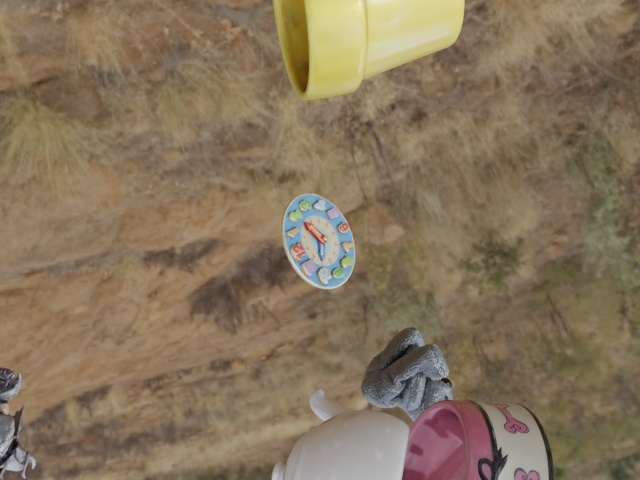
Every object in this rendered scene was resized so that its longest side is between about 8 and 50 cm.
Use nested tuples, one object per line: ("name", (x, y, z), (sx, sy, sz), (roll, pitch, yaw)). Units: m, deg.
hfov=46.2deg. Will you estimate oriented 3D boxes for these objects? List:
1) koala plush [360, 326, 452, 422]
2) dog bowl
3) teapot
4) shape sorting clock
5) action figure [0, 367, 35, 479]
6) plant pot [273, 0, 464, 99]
("koala plush", (0.227, 0.356, 1.748), (0.203, 0.221, 0.196), (-41, -162, -2))
("dog bowl", (0.254, 0.481, 1.402), (0.150, 0.408, 0.408), (20, 143, -12))
("teapot", (0.020, 0.359, 1.077), (0.187, 0.252, 0.256), (9, 175, 8))
("shape sorting clock", (0.000, 0.000, 1.553), (0.206, 0.206, 0.040), (7, 161, -40))
("action figure", (-0.476, 0.225, 1.008), (0.099, 0.185, 0.285), (-29, 120, 1))
("plant pot", (0.067, -0.348, 1.090), (0.239, 0.254, 0.254), (-12, 153, -9))
